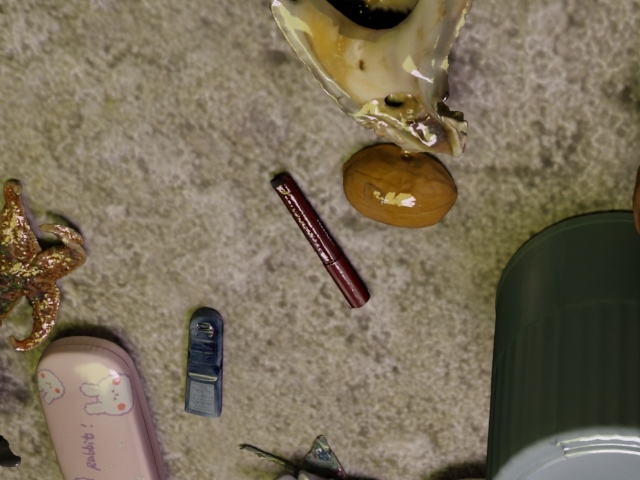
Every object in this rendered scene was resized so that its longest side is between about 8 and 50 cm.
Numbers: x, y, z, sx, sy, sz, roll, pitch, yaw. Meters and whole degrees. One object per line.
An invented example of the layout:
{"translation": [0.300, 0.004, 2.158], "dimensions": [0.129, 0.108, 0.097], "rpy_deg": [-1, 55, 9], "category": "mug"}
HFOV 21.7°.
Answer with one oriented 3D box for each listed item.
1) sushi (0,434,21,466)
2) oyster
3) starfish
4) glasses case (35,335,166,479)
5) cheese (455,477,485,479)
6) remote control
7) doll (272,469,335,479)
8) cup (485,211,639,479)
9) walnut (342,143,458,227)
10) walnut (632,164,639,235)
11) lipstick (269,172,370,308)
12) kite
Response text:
{"translation": [-0.527, 0.195, 1.835], "dimensions": [0.281, 0.299, 0.294], "rpy_deg": [10, 132, 39], "category": "sushi"}
{"translation": [0.052, -0.228, 1.516], "dimensions": [0.275, 0.100, 0.271], "rpy_deg": [28, 126, 5], "category": "oyster"}
{"translation": [-0.329, 0.025, 1.826], "dimensions": [0.150, 0.053, 0.209], "rpy_deg": [-3, 124, -3], "category": "starfish"}
{"translation": [-0.252, 0.233, 1.943], "dimensions": [0.113, 0.075, 0.297], "rpy_deg": [0, 127, 13], "category": "glasses case"}
{"translation": [0.196, 0.394, 1.950], "dimensions": [0.174, 0.251, 0.248], "rpy_deg": [-5, 91, 30], "category": "cheese"}
{"translation": [-0.132, 0.140, 1.882], "dimensions": [0.043, 0.027, 0.152], "rpy_deg": [5, 130, 1], "category": "remote control"}
{"translation": [0.007, 0.315, 1.958], "dimensions": [0.195, 0.070, 0.096], "rpy_deg": [9, 115, -9], "category": "doll"}
{"translation": [0.291, 0.194, 1.661], "dimensions": [0.257, 0.311, 0.331], "rpy_deg": [4, 128, 8], "category": "cup"}
{"translation": [0.077, -0.045, 1.682], "dimensions": [0.121, 0.052, 0.091], "rpy_deg": [13, 132, 3], "category": "walnut"}
{"translation": [0.440, -0.016, 1.494], "dimensions": [0.333, 0.333, 0.333], "rpy_deg": [5, 128, 7], "category": "walnut"}
{"translation": [0.001, 0.000, 1.749], "dimensions": [0.027, 0.027, 0.176], "rpy_deg": [-20, 120, 24], "category": "lipstick"}
{"translation": [-0.025, 0.275, 1.978], "dimensions": [0.157, 0.011, 0.139], "rpy_deg": [25, 126, -10], "category": "kite"}
